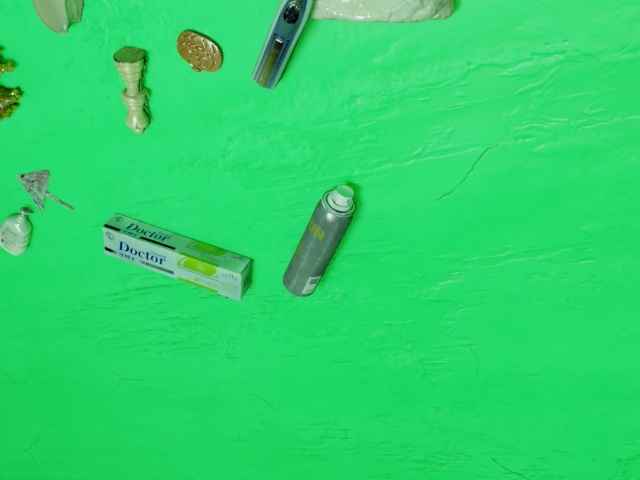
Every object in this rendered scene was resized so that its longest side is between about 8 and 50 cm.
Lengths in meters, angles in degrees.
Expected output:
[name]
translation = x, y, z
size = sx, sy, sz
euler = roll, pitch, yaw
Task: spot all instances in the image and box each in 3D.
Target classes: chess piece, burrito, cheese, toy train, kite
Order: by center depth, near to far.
[burrito]
translation = 0.070, -0.378, 1.324
size = 0.275, 0.059, 0.082
euler = 8, 133, 23
[toy train]
translation = -0.060, -0.336, 1.387
size = 0.055, 0.048, 0.252
euler = 32, 151, -2
[cheese]
translation = -0.485, -0.458, 1.551
size = 0.092, 0.047, 0.171
euler = 13, 131, 16
[chess piece]
translation = -0.353, -0.278, 1.629
size = 0.060, 0.060, 0.172
euler = 15, 134, 15
[kite]
translation = -0.624, -0.109, 1.936
size = 0.157, 0.011, 0.139
euler = 31, 136, 1

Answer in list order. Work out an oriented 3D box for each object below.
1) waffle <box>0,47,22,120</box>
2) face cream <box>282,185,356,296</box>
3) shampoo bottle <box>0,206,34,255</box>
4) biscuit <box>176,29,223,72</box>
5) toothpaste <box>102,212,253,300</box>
[waffle]
translation = -0.725, -0.344, 1.768
size = 0.231, 0.051, 0.229
euler = 47, 135, -13
[face cream]
translation = 0.000, 0.000, 1.661
size = 0.073, 0.073, 0.283
euler = 29, 134, 3
[shampoo bottle]
translation = -0.716, -0.031, 2.022
size = 0.077, 0.045, 0.152
euler = 36, 136, -1
[biscuit]
translation = -0.218, -0.335, 1.537
size = 0.091, 0.015, 0.078
euler = 25, 133, 7
[toothpaste]
translation = -0.312, 0.035, 1.856
size = 0.337, 0.067, 0.081
euler = 18, 129, 13
